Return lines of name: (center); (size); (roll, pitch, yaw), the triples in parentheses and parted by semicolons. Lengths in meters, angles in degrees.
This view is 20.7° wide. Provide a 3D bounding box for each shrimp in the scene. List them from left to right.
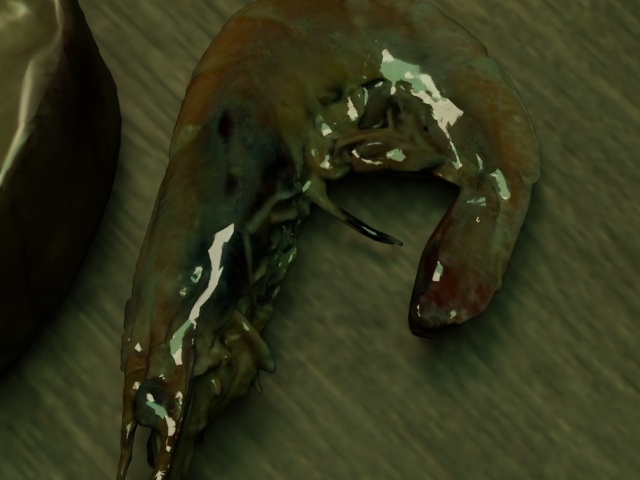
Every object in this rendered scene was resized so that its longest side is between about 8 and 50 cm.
shrimp: (0.000, -0.001, 0.659); (0.143, 0.052, 0.251); (17, 63, 7)

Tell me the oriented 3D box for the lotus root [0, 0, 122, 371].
lotus root: (-0.280, -0.056, 0.653); (0.390, 0.111, 0.375); (-17, 67, -5)
